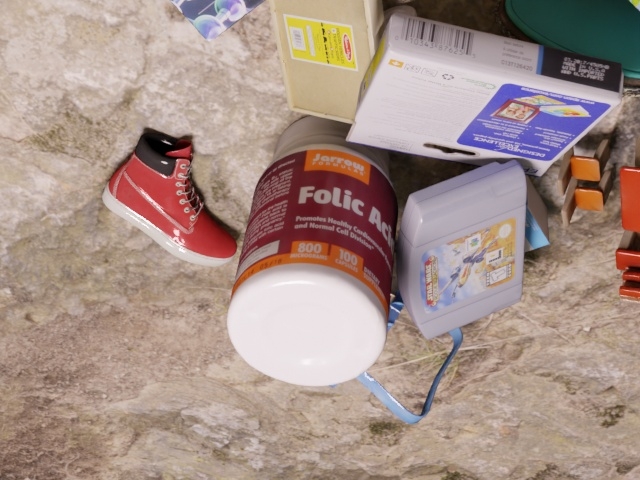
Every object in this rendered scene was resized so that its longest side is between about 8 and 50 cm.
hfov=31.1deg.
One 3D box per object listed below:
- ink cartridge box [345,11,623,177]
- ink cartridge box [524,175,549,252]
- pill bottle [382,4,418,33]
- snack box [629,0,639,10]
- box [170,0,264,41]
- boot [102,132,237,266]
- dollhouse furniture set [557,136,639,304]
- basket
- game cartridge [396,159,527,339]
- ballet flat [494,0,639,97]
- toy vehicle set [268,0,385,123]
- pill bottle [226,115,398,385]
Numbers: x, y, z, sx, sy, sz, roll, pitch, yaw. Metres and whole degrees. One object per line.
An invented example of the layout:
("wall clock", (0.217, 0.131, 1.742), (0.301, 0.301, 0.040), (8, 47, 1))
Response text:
("ink cartridge box", (0.208, -0.187, 1.561), (0.304, 0.072, 0.307), (10, 165, -7))
("ink cartridge box", (0.279, -0.030, 1.832), (0.143, 0.092, 0.090), (-21, 126, 23))
("pill bottle", (0.123, -0.271, 1.655), (0.067, 0.067, 0.120), (-12, 128, 18))
("snack box", (0.486, -0.397, 1.443), (0.175, 0.070, 0.207), (-12, 137, -20))
("box", (-0.142, -0.496, 1.371), (0.294, 0.212, 0.395), (-32, 115, 30))
("boot", (-0.213, -0.069, 1.877), (0.244, 0.088, 0.176), (32, 127, -15))
("dollhouse furniture set", (0.495, -0.026, 1.732), (0.262, 0.135, 0.259), (8, 147, 23))
("basket", (0.094, 0.140, 1.914), (0.289, 0.254, 0.201), (37, 127, 0))
("game cartridge", (0.211, 0.025, 1.730), (0.198, 0.062, 0.297), (-24, 138, -14))
("ballet flat", (0.474, -0.243, 1.586), (0.483, 0.164, 0.182), (4, 149, 2))
("toy vehicle set", (0.013, -0.287, 1.635), (0.166, 0.035, 0.266), (16, 137, 27))
("pill bottle", (0.000, 0.000, 1.697), (0.224, 0.392, 0.224), (4, 132, 4))
